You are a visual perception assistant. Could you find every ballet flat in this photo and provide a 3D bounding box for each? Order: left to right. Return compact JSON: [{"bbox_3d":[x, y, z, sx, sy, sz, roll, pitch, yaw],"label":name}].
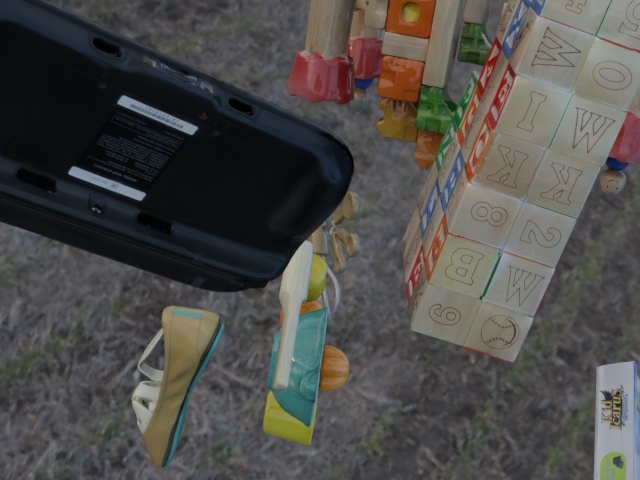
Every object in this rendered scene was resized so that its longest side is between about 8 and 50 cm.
[{"bbox_3d":[-0.171,0.159,1.206,0.073,0.232,0.080,20,32,-5],"label":"ballet flat"}]

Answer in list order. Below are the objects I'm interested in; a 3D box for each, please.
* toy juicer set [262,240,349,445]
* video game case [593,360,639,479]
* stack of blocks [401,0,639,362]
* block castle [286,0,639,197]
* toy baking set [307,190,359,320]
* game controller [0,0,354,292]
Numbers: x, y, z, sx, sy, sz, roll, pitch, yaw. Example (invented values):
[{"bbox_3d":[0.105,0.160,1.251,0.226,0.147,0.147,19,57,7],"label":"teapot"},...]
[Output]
[{"bbox_3d":[-0.007,0.105,1.223,0.090,0.329,0.209,9,70,0],"label":"toy juicer set"},{"bbox_3d":[0.461,0.346,1.535,0.269,0.061,0.244,50,40,-37],"label":"video game case"},{"bbox_3d":[0.157,-0.079,0.848,0.087,0.297,0.171,18,23,-5],"label":"stack of blocks"},{"bbox_3d":[0.209,-0.209,1.373,0.454,0.212,0.303,13,19,14],"label":"block castle"},{"bbox_3d":[-0.001,-0.005,1.425,0.030,0.256,0.196,0,41,-18],"label":"toy baking set"},{"bbox_3d":[-0.135,-0.058,0.720,0.319,0.166,0.067,21,32,-30],"label":"game controller"}]
